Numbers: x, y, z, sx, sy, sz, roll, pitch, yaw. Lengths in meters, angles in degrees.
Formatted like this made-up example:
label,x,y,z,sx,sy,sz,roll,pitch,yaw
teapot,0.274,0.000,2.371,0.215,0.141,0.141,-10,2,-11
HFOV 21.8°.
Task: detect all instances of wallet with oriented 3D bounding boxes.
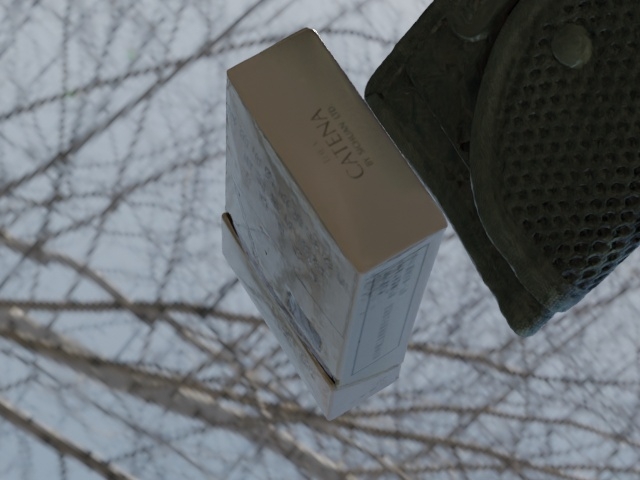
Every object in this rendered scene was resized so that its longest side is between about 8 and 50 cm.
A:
label,x,y,z,sx,sy,sz,roll,pitch,yaw
wallet,0.181,-0.126,1.102,0.342,0.075,0.237,-48,-120,31

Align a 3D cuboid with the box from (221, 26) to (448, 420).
label,x,y,z,sx,sy,sz,roll,pitch,yaw
box,0.000,0.000,0.589,0.040,0.154,0.084,-31,-108,-16
